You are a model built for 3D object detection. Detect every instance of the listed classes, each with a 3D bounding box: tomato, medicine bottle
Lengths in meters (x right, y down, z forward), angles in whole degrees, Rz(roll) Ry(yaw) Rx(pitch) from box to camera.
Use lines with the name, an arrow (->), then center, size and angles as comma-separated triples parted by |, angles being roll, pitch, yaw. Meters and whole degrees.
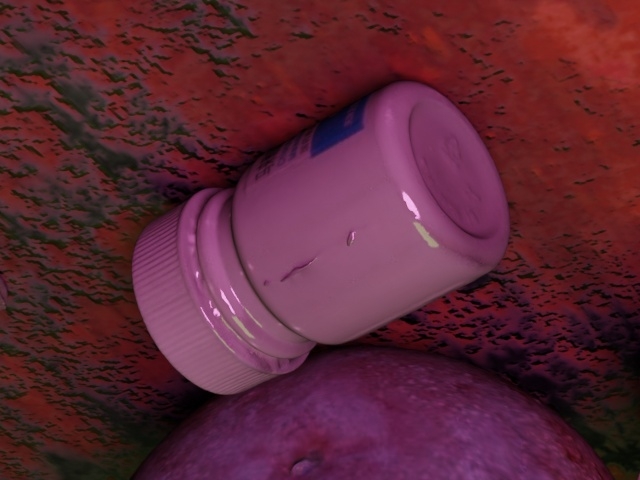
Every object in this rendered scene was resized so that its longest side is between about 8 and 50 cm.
tomato -> 0.031, 0.213, 0.933 | 0.316, 0.317, 0.283 | -9, 132, 10
medicine bottle -> 0.000, 0.000, 0.823 | 0.168, 0.105, 0.105 | -28, 134, 29

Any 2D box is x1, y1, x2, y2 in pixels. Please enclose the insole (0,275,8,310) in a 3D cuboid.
insole -> -0.218, -0.016, 0.871 | 0.063, 0.010, 0.192 | -11, 142, 13

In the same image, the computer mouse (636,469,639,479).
computer mouse -> 0.304, 0.144, 0.969 | 0.228, 0.145, 0.429 | -19, 130, 11
